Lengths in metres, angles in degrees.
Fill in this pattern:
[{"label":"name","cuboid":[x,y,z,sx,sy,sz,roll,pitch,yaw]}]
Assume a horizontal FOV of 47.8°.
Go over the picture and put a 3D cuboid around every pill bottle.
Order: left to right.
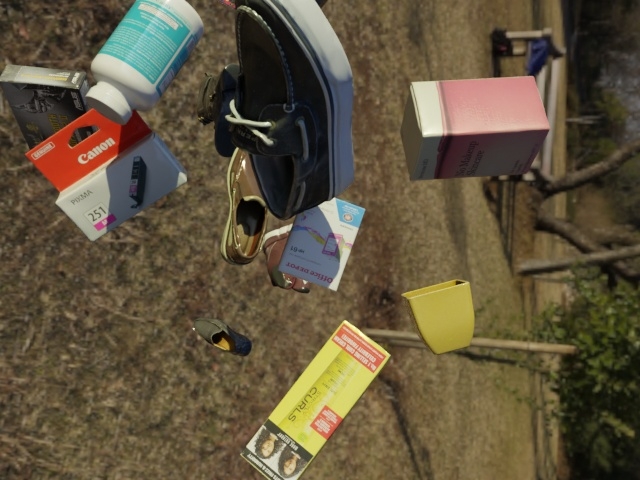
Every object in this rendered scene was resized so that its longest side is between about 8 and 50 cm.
[{"label":"pill bottle","cuboid":[-0.357,-0.363,1.445,0.264,0.146,0.146,-60,154,-16]}]

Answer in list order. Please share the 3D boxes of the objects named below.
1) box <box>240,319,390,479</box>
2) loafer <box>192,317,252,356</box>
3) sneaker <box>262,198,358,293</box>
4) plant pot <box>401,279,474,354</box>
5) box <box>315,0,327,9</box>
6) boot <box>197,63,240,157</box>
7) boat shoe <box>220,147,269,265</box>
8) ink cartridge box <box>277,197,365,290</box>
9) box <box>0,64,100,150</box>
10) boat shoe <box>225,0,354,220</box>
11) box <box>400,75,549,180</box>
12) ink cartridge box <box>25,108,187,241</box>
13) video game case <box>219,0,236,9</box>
[{"label":"box","cuboid":[-0.003,0.228,1.002,0.232,0.087,0.058,-51,168,-7]},{"label":"loafer","cuboid":[-0.248,0.230,1.760,0.061,0.170,0.062,21,88,-65]},{"label":"sneaker","cuboid":[-0.015,0.028,1.582,0.106,0.281,0.163,14,58,-41]},{"label":"plant pot","cuboid":[0.158,0.102,0.942,0.081,0.081,0.083,85,-10,-89]},{"label":"box","cuboid":[0.015,-0.411,0.771,0.242,0.076,0.307,-56,170,-20]},{"label":"boot","cuboid":[-0.271,-0.340,1.936,0.091,0.229,0.263,7,85,-29]},{"label":"boat shoe","cuboid":[-0.133,-0.078,1.422,0.095,0.095,0.258,171,-75,-65]},{"label":"ink cartridge box","cuboid":[0.000,0.000,1.007,0.052,0.088,0.122,-166,-84,-86]},{"label":"box","cuboid":[-0.604,-0.291,1.657,0.231,0.183,0.056,93,4,-54]},{"label":"boat shoe","cuboid":[-0.038,-0.131,0.771,0.119,0.121,0.335,-42,146,-17]},{"label":"box","cuboid":[0.277,-0.204,1.330,0.149,0.232,0.127,94,-10,-61]},{"label":"ink cartridge box","cuboid":[-0.478,-0.161,1.613,0.239,0.275,0.060,54,11,-29]},{"label":"video game case","cuboid":[-0.163,-0.600,1.531,0.210,0.232,0.042,-65,175,10]}]
